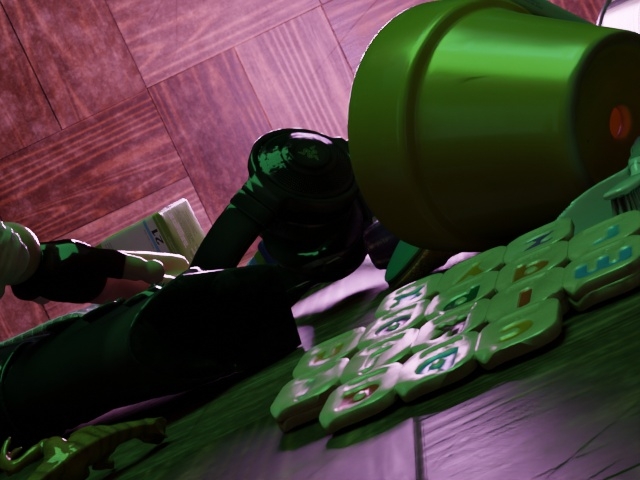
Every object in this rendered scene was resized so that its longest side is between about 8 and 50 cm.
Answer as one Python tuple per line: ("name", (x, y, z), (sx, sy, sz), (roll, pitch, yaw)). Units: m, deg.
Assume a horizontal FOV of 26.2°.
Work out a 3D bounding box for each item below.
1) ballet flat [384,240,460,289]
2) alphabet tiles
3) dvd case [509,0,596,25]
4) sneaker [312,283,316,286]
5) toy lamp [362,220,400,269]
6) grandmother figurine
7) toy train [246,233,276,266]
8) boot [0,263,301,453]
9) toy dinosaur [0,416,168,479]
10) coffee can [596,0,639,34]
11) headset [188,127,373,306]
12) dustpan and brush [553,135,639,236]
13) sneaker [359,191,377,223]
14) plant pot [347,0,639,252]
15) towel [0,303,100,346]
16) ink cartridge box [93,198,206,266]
("ballet flat", (0.141, -0.028, 1.467), (0.206, 0.067, 0.073), (-61, 21, -6))
("alphabet tiles", (0.102, 0.056, 0.987), (0.284, 0.021, 0.278), (-24, 9, 17))
("dvd case", (0.287, -0.177, 1.463), (0.022, 0.253, 0.180), (-64, 1, -15))
("sneaker", (-0.049, 0.060, 1.870), (0.170, 0.051, 0.089), (-30, 4, -8))
("toy lamp", (0.179, -0.041, 1.535), (0.274, 0.080, 0.080), (-25, 4, 13))
("grandmother figurine", (-0.273, 0.038, 1.577), (0.208, 0.104, 0.342), (-25, -26, 33))
("toy train", (0.000, 0.000, 2.104), (0.248, 0.105, 0.143), (-27, -9, -31))
("boot", (-0.282, 0.160, 1.422), (0.445, 0.146, 0.367), (-15, 12, 47))
("toy dinosaur", (-0.210, 0.179, 1.099), (0.112, 0.064, 0.211), (-21, 6, 36))
("coffee can", (0.517, -0.291, 1.864), (0.201, 0.201, 0.275), (-26, 4, -9))
("headset", (0.010, -0.028, 1.595), (0.394, 0.185, 0.243), (-49, -21, -14))
("dustpan and brush", (0.263, -0.045, 1.139), (0.147, 0.060, 0.211), (-23, 4, 28))
("sneaker", (0.170, -0.086, 2.032), (0.315, 0.127, 0.182), (-18, 1, 8))
("plant pot", (0.196, -0.110, 1.309), (0.254, 0.254, 0.239), (-28, 21, -37))
("towel", (-0.352, 0.159, 1.924), (0.283, 0.121, 0.235), (-24, 3, 22))
("ink cartridge box", (-0.291, 0.073, 2.229), (0.255, 0.189, 0.097), (-25, 5, 28))
